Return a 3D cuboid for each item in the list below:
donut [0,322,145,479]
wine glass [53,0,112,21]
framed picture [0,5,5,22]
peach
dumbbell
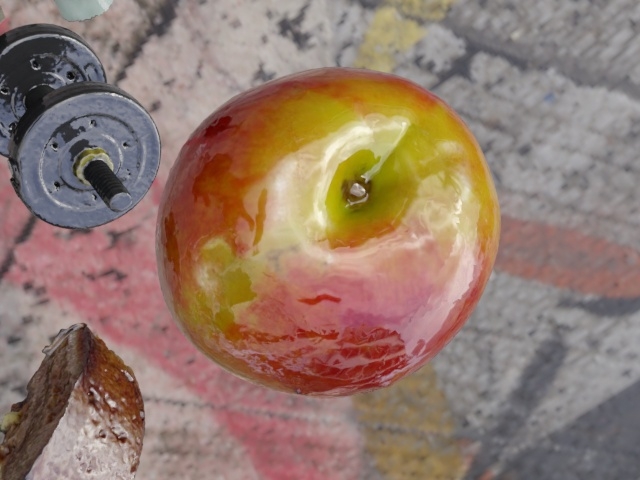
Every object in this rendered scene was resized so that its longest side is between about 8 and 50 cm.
[{"bbox_3d":[-0.224,0.188,1.337,0.144,0.186,0.126,-45,119,12],"label":"donut"},{"bbox_3d":[-0.299,-0.338,1.657,0.079,0.079,0.195,-25,138,-3],"label":"wine glass"},{"bbox_3d":[-0.410,-0.166,1.373,0.211,0.289,0.020,-19,106,-1],"label":"framed picture"},{"bbox_3d":[0.000,0.000,1.611,0.388,0.388,0.388,-17,141,-14],"label":"peach"},{"bbox_3d":[-0.249,-0.111,1.408,0.143,0.325,0.143,-15,125,-22],"label":"dumbbell"}]
